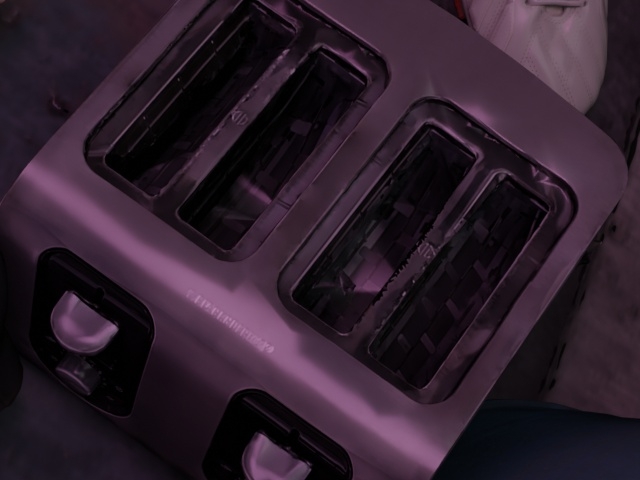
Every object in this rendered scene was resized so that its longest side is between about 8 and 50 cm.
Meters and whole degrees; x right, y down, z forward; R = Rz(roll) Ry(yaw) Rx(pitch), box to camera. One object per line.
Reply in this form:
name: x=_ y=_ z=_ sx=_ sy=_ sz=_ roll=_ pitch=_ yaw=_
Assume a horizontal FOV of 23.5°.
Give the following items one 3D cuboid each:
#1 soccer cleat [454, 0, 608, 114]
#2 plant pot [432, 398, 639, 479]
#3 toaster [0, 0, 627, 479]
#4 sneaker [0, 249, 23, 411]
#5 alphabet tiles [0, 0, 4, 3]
soccer cleat: x=0.096 y=-0.148 z=0.656 sx=0.068 sy=0.076 sz=0.196 roll=-1 pitch=84 yaw=-28
plant pot: x=0.139 y=0.185 z=0.529 sx=0.271 sy=0.255 sz=0.272 roll=5 pitch=80 yaw=-27
toaster: x=0.000 y=0.000 z=0.540 sx=0.168 sy=0.110 sz=0.186 roll=36 pitch=66 yaw=6
sneaker: x=-0.205 y=0.033 z=0.472 sx=0.222 sy=0.118 sz=0.083 roll=2 pitch=62 yaw=-1
alphabet tiles: x=-0.224 y=-0.119 z=0.481 sx=0.237 sy=0.009 sz=0.198 roll=-11 pitch=100 yaw=-21
